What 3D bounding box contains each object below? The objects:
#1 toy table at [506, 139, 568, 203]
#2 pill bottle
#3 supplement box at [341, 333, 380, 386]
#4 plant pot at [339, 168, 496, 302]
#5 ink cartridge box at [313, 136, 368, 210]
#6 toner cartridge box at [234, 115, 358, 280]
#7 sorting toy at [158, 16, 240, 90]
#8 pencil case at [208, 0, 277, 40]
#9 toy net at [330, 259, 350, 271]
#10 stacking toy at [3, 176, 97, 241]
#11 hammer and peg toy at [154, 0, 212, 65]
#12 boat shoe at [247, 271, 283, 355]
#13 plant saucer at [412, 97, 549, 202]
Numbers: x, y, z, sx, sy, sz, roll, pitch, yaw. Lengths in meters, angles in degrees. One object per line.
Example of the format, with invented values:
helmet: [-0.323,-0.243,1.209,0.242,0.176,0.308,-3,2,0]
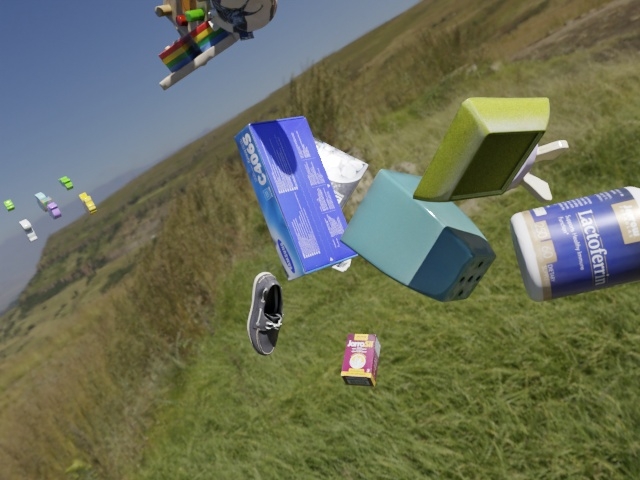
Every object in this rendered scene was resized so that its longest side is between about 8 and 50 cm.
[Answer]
toy table: [0.611,-0.235,1.847,0.161,0.252,0.274,3,-13,-24]
pill bottle: [0.455,0.000,0.966,0.265,0.153,0.153,-15,15,14]
supplement box: [0.073,0.212,1.063,0.055,0.043,0.083,-2,52,18]
plant pot: [0.196,0.002,1.135,0.166,0.234,0.165,2,-57,-50]
ink cartridge box: [-0.016,-0.153,1.533,0.208,0.206,0.045,-59,-9,-18]
toner cartridge box: [-0.053,-0.099,1.349,0.165,0.347,0.075,-17,-6,-38]
sorting toy: [-0.337,-0.559,1.696,0.255,0.089,0.257,-27,24,19]
pencil case: [-0.221,-0.652,1.372,0.183,0.160,0.410,-37,-22,-6]
toy net: [0.000,0.000,1.620,0.122,0.045,0.232,-33,51,4]
stacking toy: [-0.678,-0.083,1.497,0.167,0.052,0.221,-30,38,-28]
hammer and peg toy: [-0.477,-0.804,2.130,0.127,0.266,0.361,-31,-19,-39]
boat shoe: [-0.122,0.179,1.386,0.075,0.206,0.065,-6,17,-32]
plant saucer: [0.258,-0.128,0.922,0.188,0.045,0.188,-9,-41,-32]
